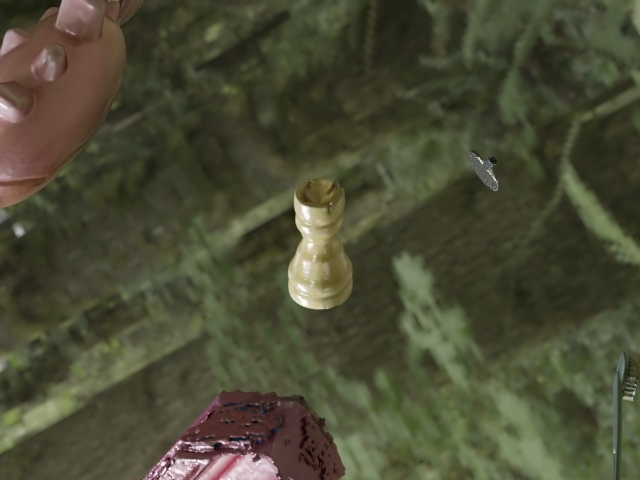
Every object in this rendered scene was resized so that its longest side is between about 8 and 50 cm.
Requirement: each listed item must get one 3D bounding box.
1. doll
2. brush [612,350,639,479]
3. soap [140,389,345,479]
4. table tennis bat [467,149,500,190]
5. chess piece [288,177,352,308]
[{"bbox_3d":[-0.204,-0.105,1.263,0.093,0.262,0.211,35,150,-4],"label":"doll"},{"bbox_3d":[0.347,0.217,1.968,0.266,0.027,0.062,-70,-12,-57],"label":"brush"},{"bbox_3d":[-0.079,0.250,1.785,0.162,0.099,0.250,43,142,0],"label":"soap"},{"bbox_3d":[0.170,-0.074,1.757,0.050,0.007,0.083,53,172,4],"label":"table tennis bat"},{"bbox_3d":[0.000,0.000,1.645,0.066,0.066,0.122,-112,17,-51],"label":"chess piece"}]
